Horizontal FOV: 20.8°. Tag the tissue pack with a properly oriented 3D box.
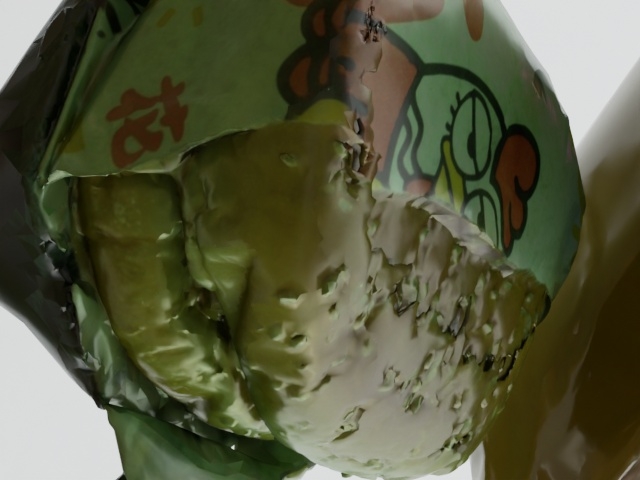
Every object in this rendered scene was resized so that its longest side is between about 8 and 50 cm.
[{"bbox_3d":[0.166,0.010,0.667,0.271,0.134,0.192,-57,-160,26],"label":"tissue pack"}]

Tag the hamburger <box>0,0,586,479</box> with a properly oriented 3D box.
[{"bbox_3d":[-0.002,0.003,0.554,0.125,0.214,0.235,0,-124,38],"label":"hamburger"}]
